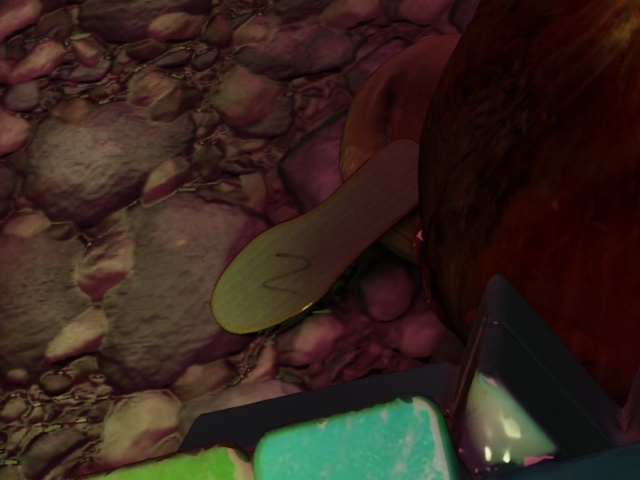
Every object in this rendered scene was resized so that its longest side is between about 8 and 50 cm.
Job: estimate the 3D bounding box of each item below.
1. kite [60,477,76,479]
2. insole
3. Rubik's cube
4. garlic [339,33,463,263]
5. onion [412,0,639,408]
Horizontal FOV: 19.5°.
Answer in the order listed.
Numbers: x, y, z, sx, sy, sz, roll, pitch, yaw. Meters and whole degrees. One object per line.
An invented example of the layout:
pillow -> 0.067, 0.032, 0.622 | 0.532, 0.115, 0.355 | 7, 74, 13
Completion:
kite -> -0.020, 0.202, 1.149 | 0.310, 0.015, 0.169 | -10, 55, 4
insole -> 0.000, 0.000, 1.230 | 0.188, 0.004, 0.064 | -39, 73, 17
Rubik's cube -> 0.055, 0.224, 0.900 | 0.387, 0.358, 0.368 | 18, 104, 2
garlic -> 0.066, -0.069, 1.279 | 0.101, 0.087, 0.196 | 14, 57, 1
onion -> 0.223, -0.036, 1.106 | 0.353, 0.354, 0.354 | -4, 56, 6
